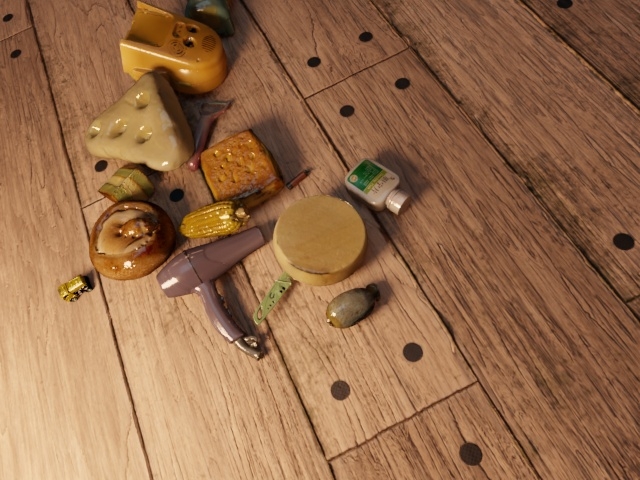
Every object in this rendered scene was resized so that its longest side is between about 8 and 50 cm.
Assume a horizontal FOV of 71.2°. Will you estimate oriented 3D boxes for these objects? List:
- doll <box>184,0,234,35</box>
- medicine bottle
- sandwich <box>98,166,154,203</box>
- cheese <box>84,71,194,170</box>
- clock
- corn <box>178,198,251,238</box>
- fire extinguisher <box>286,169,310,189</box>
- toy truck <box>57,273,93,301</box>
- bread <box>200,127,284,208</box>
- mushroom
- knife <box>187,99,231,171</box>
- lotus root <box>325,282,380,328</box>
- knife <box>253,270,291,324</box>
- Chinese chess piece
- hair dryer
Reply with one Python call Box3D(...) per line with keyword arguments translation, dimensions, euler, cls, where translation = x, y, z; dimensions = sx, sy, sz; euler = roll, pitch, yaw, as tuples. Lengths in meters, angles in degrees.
Box3D(translation=(-0.414, -0.883, 1.633), dimensions=(0.177, 0.161, 0.260), euler=(-9, 68, 8), cls="doll")
Box3D(translation=(0.164, -0.145, 1.256), dimensions=(0.183, 0.069, 0.119), euler=(38, 75, 21), cls="medicine bottle")
Box3D(translation=(-0.624, -0.184, 1.372), dimensions=(0.187, 0.144, 0.117), euler=(30, 72, 20), cls="sandwich")
Box3D(translation=(-0.566, -0.311, 1.408), dimensions=(0.351, 0.130, 0.328), euler=(-37, 72, 11), cls="cheese")
Box3D(translation=(-0.476, -0.627, 1.500), dimensions=(0.317, 0.200, 0.244), euler=(11, 68, -6), cls="clock")
Box3D(translation=(-0.298, -0.057, 1.247), dimensions=(0.262, 0.097, 0.097), euler=(-10, 62, 35), cls="corn")
Box3D(translation=(-0.065, -0.184, 1.337), dimensions=(0.083, 0.022, 0.028), euler=(-40, 30, -9), cls="fire extinguisher")
Box3D(translation=(-0.713, 0.138, 1.293), dimensions=(0.083, 0.054, 0.049), euler=(-33, 65, -4), cls="toy truck")
Box3D(translation=(-0.234, -0.204, 1.340), dimensions=(0.211, 0.099, 0.235), euler=(-28, 70, -1), cls="bread")
Box3D(translation=(-0.531, 0.002, 1.266), dimensions=(0.253, 0.153, 0.253), euler=(-5, 57, 8), cls="mushroom")
Box3D(translation=(-0.391, -0.355, 1.458), dimensions=(0.124, 0.053, 0.277), euler=(5, 66, 18), cls="knife")
Box3D(translation=(0.085, 0.166, 1.129), dimensions=(0.165, 0.088, 0.088), euler=(-28, 64, -14), cls="lotus root")
Box3D(translation=(-0.091, 0.101, 1.199), dimensions=(0.043, 0.020, 0.293), euler=(37, 65, -3), cls="knife")
Box3D(translation=(0.000, 0.000, 1.186), dimensions=(0.251, 0.097, 0.250), euler=(0, 62, -1), cls="Chinese chess piece")
Box3D(translation=(-0.234, 0.153, 1.195), dimensions=(0.301, 0.121, 0.361), euler=(-28, 74, -12), cls="hair dryer")
